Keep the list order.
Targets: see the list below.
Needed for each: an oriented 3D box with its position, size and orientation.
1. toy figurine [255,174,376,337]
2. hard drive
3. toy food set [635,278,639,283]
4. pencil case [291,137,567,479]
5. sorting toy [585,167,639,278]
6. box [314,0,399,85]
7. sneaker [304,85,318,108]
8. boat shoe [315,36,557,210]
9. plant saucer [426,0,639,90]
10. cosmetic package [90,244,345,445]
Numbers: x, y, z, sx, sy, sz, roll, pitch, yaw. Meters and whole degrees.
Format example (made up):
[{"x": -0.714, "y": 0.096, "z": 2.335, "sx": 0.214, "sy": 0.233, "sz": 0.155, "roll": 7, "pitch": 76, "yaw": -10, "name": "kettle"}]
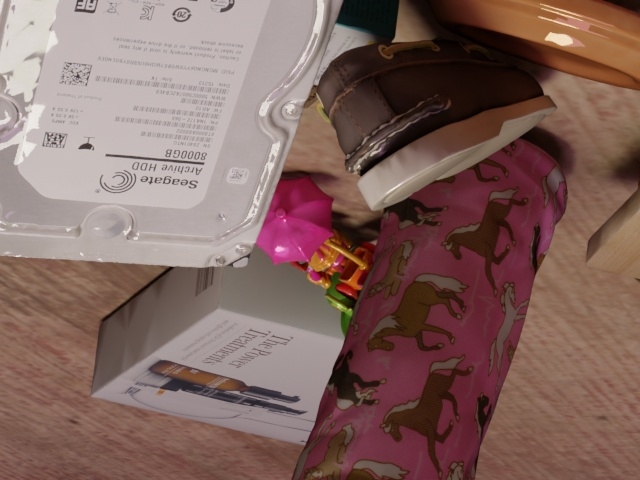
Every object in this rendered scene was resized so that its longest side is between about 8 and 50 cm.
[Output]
[{"x": 0.000, "y": 0.000, "z": 1.749, "sx": 0.159, "sy": 0.130, "sz": 0.173, "roll": 36, "pitch": 172, "yaw": -26, "name": "toy figurine"}, {"x": -0.120, "y": -0.122, "z": 1.264, "sx": 0.237, "sy": 0.064, "sz": 0.339, "roll": 5, "pitch": 133, "yaw": -20, "name": "hard drive"}, {"x": 0.339, "y": 0.053, "z": 1.687, "sx": 0.132, "sy": 0.038, "sz": 0.192, "roll": 11, "pitch": -167, "yaw": -6, "name": "toy food set"}, {"x": 0.091, "y": 0.088, "z": 1.539, "sx": 0.160, "sy": 0.386, "sz": 0.167, "roll": 25, "pitch": 153, "yaw": -15, "name": "pencil case"}, {"x": 0.375, "y": -0.037, "z": 1.523, "sx": 0.255, "sy": 0.089, "sz": 0.257, "roll": 11, "pitch": 158, "yaw": -9, "name": "sorting toy"}, {"x": -0.074, "y": -0.177, "z": 1.354, "sx": 0.244, "sy": 0.060, "sz": 0.100, "roll": 13, "pitch": 157, "yaw": -14, "name": "box"}, {"x": -0.134, "y": -0.141, "z": 1.441, "sx": 0.282, "sy": 0.153, "sz": 0.099, "roll": -18, "pitch": 163, "yaw": -20, "name": "sneaker"}, {"x": 0.083, "y": -0.097, "z": 1.351, "sx": 0.116, "sy": 0.096, "sz": 0.324, "roll": -33, "pitch": 177, "yaw": 21, "name": "boat shoe"}, {"x": 0.159, "y": -0.141, "z": 1.295, "sx": 0.200, "sy": 0.037, "sz": 0.200, "roll": 17, "pitch": -179, "yaw": 0, "name": "plant saucer"}, {"x": -0.048, "y": 0.115, "z": 2.026, "sx": 0.284, "sy": 0.097, "sz": 0.377, "roll": 13, "pitch": 157, "yaw": -22, "name": "cosmetic package"}]
